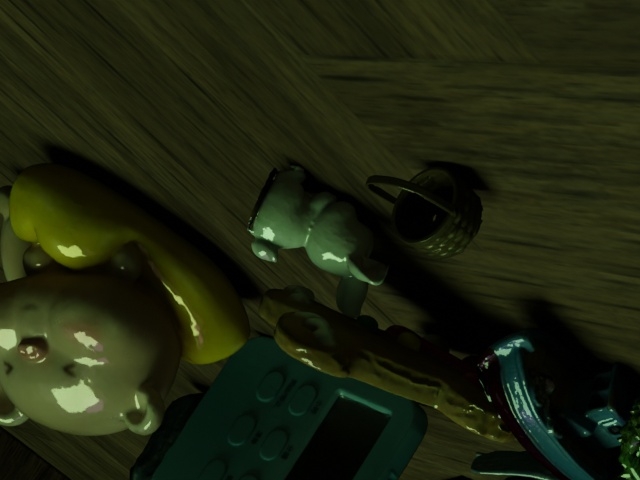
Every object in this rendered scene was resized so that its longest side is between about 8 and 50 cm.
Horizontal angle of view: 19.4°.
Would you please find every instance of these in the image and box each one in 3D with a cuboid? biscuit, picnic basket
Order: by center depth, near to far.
[{"bbox_3d":[0.074,-0.029,1.382,0.083,0.072,0.072,29,167,-36],"label":"picnic basket"},{"bbox_3d":[0.106,0.116,1.665,0.339,0.047,0.216,23,-172,-14],"label":"biscuit"}]

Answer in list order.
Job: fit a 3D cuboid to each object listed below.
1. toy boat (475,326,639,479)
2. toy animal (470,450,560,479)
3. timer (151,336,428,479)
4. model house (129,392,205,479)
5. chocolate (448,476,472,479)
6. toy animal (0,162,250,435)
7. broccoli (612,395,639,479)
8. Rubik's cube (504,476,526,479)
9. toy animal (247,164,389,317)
[{"bbox_3d":[0.221,0.144,1.572,0.097,0.100,0.223,-18,132,36],"label":"toy boat"},{"bbox_3d":[0.258,0.246,1.766,0.255,0.176,0.239,45,-172,35],"label":"toy animal"},{"bbox_3d":[-0.032,0.232,2.006,0.250,0.232,0.091,12,151,45],"label":"timer"},{"bbox_3d":[-0.056,0.319,2.430,0.291,0.184,0.253,-8,133,44],"label":"model house"},{"bbox_3d":[0.188,0.411,2.209,0.206,0.177,0.224,34,164,-5],"label":"chocolate"},{"bbox_3d":[-0.274,0.073,1.952,0.345,0.247,0.277,15,154,44],"label":"toy animal"},{"bbox_3d":[0.335,0.209,1.299,0.307,0.275,0.308,16,127,23],"label":"broccoli"},{"bbox_3d":[0.269,0.394,1.972,0.205,0.207,0.205,42,161,-25],"label":"Rubik's cube"},{"bbox_3d":[0.002,-0.005,1.573,0.124,0.085,0.071,26,145,2],"label":"toy animal"}]
